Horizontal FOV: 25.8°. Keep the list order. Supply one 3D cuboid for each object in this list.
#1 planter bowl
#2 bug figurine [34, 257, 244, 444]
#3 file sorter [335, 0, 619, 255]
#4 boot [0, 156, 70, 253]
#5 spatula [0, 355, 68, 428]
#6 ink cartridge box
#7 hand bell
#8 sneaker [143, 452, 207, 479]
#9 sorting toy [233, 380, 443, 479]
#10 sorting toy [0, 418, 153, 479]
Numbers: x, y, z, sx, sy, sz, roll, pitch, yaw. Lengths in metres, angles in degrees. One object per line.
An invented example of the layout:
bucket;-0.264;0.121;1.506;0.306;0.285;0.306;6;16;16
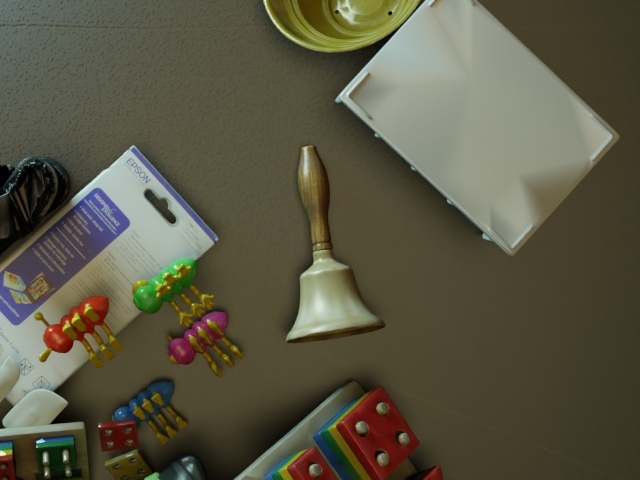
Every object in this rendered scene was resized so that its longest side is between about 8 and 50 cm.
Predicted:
planter bowl;0.044;-0.316;1.713;0.217;0.090;0.217;-6;73;19
bug figurine;-0.215;0.127;1.705;0.216;0.072;0.279;-35;138;-8
file sorter;0.180;-0.148;1.707;0.278;0.173;0.193;42;89;-5
boot;-0.408;-0.016;1.660;0.246;0.207;0.094;-36;95;0
spatula;-0.446;0.222;1.732;0.168;0.019;0.242;42;111;-9
ink cartridge box;-0.299;0.049;1.744;0.333;0.065;0.165;-41;95;1
hand bell;0.000;0.000;1.754;0.126;0.126;0.242;-9;82;-3
sneaker;-0.028;0.430;1.720;0.483;0.185;0.202;38;71;-17
sorting toy;0.055;0.327;1.689;0.257;0.089;0.255;-36;93;-46
sorting toy;-0.344;0.289;1.724;0.275;0.046;0.132;-4;131;-10
